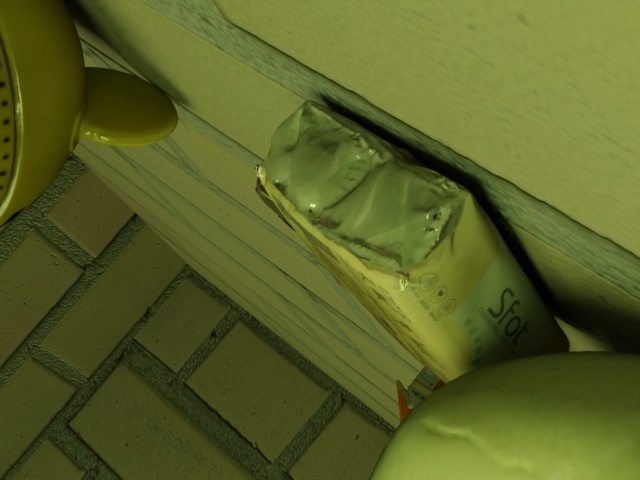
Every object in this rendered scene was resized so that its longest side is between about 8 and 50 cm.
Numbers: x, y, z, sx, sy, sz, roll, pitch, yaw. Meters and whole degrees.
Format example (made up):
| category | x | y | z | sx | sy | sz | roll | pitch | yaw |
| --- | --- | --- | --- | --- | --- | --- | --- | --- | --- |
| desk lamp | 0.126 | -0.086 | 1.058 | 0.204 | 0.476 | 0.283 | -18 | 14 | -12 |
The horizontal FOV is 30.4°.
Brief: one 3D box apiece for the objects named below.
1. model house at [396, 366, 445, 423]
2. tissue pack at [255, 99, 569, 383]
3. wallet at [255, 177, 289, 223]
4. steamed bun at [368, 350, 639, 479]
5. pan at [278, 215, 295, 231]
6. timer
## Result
| category | x | y | z | sx | sy | sz | roll | pitch | yaw |
| --- | --- | --- | --- | --- | --- | --- | --- | --- | --- |
| model house | 0.142 | 0.197 | 1.313 | 0.207 | 0.136 | 0.219 | 43 | 172 | -28 |
| tissue pack | 0.067 | 0.015 | 0.837 | 0.186 | 0.090 | 0.222 | 36 | 170 | 44 |
| wallet | -0.013 | -0.029 | 1.159 | 0.118 | 0.039 | 0.152 | 39 | 173 | -5 |
| steamed bun | 0.196 | 0.232 | 0.720 | 0.233 | 0.334 | 0.312 | -9 | -175 | -40 |
| pan | 0.000 | -0.001 | 1.288 | 0.115 | 0.023 | 0.068 | 42 | 173 | -28 |
| timer | -0.379 | -0.166 | 1.209 | 0.376 | 0.376 | 0.387 | 37 | -146 | 23 |
